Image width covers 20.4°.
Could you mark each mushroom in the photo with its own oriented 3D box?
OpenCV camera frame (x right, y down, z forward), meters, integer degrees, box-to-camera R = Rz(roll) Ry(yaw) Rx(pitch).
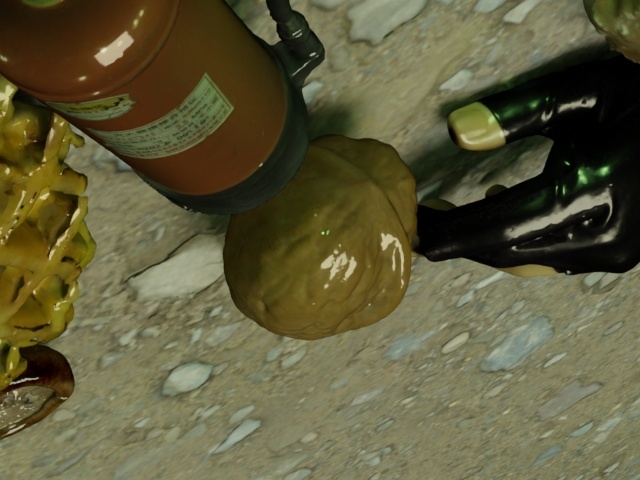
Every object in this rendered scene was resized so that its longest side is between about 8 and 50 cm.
[{"bbox_3d":[-0.244,0.117,1.341,0.123,0.052,0.123,-24,161,-9],"label":"mushroom"}]

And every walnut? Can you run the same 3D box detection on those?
[{"bbox_3d":[0.000,0.000,1.305,0.166,0.149,0.166,-45,180,0],"label":"walnut"}]

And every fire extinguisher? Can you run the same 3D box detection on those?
[{"bbox_3d":[-0.088,-0.135,0.974,0.200,0.113,0.376,-57,161,-1],"label":"fire extinguisher"}]

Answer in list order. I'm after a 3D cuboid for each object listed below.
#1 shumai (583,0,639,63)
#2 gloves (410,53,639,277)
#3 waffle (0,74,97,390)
[{"bbox_3d":[0.375,-0.156,1.317,0.314,0.262,0.267,-19,151,-23],"label":"shumai"},{"bbox_3d":[0.187,-0.051,1.451,0.301,0.152,0.197,-18,127,1],"label":"gloves"},{"bbox_3d":[-0.311,0.044,1.097,0.382,0.095,0.379,-27,153,-17],"label":"waffle"}]
